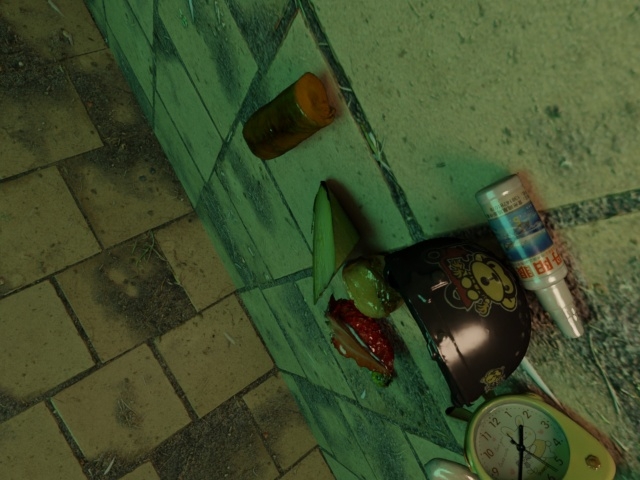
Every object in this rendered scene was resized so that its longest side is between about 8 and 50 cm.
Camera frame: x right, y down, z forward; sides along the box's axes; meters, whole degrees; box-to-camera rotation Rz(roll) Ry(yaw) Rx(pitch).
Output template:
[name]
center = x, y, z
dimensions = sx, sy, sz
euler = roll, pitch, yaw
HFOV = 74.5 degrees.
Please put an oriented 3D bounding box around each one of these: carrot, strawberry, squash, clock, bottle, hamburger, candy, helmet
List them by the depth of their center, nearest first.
[bottle]
center = 0.272, 0.022, 0.534
dimensions = 0.217, 0.060, 0.060
euler = 61, 156, -1
[helmet]
center = 0.209, 0.103, 0.609
dimensions = 0.279, 0.160, 0.231
euler = 47, -166, -51
[clock]
center = 0.308, 0.320, 0.662
dimensions = 0.232, 0.170, 0.069
euler = 44, 173, 47
[carrot]
center = -0.074, -0.247, 0.876
dimensions = 0.301, 0.114, 0.114
euler = -5, 111, 60
[hamburger]
center = 0.114, 0.098, 0.901
dimensions = 0.147, 0.083, 0.138
euler = -13, 100, 64
[squash]
center = 0.000, 0.000, 0.941
dimensions = 0.155, 0.204, 0.237
euler = 36, 154, 2
[strawberry]
center = 0.105, 0.225, 1.039
dimensions = 0.228, 0.098, 0.175
euler = 18, 133, 53
[candy]
center = 0.148, 0.364, 1.172
dimensions = 0.194, 0.058, 0.062
euler = 147, 135, -74

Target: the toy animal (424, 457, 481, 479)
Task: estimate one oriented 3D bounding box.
[toy animal]
center = 0.357, 0.492, 0.704
dimensions = 0.368, 0.196, 0.241
euler = 56, 157, 8
